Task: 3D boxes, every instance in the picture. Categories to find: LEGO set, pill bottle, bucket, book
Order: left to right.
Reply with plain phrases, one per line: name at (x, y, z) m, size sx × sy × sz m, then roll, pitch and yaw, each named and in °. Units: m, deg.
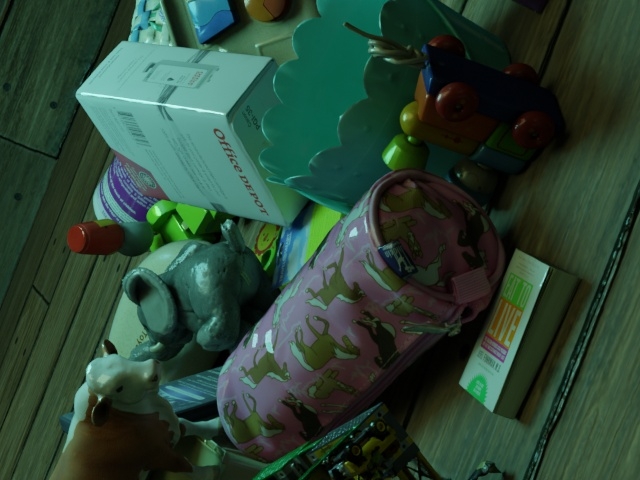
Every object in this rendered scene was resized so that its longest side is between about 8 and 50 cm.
pill bottle at (-0.243, -0.128, 2.259) m, size 0.301 × 0.169 × 0.169 m, roll -51°, pitch 29°, yaw 41°
LEGO set at (0.003, 0.305, 1.255) m, size 0.331 × 0.192 × 0.255 m, roll -39°, pitch 0°, yaw 42°
bucket at (0.073, -0.157, 1.554) m, size 0.281 × 0.183 × 0.281 m, roll -49°, pitch 30°, yaw 41°
book at (0.183, 0.086, 1.296) m, size 0.144 × 0.035 × 0.096 m, roll -68°, pitch 18°, yaw 5°

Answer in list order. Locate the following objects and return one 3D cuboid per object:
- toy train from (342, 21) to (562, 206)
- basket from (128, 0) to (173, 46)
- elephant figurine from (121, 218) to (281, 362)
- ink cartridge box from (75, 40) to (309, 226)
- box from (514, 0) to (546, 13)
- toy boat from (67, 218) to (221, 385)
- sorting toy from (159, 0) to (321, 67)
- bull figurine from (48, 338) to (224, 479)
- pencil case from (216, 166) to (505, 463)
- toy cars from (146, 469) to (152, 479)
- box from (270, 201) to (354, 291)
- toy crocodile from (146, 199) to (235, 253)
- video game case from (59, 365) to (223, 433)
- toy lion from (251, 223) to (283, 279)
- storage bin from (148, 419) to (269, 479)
toy train at (0.103, -0.125, 1.380) m, size 0.105 × 0.248 × 0.143 m, roll -97°, pitch 31°, yaw -49°
basket at (-0.140, -0.308, 2.084) m, size 0.201 × 0.289 × 0.255 m, roll 89°, pitch -179°, yaw -48°
elephant figurine at (-0.187, 0.082, 1.855) m, size 0.239 × 0.169 × 0.186 m, roll 3°, pitch 72°, yaw 33°
ink cartridge box at (-0.153, -0.143, 1.825) m, size 0.283 × 0.207 × 0.117 m, roll 12°, pitch 55°, yaw 38°
box at (0.130, -0.357, 1.575) m, size 0.057 × 0.201 × 0.293 m, roll -63°, pitch 24°, yaw 15°
toy boat at (-0.242, 0.073, 2.060) m, size 0.318 × 0.148 × 0.267 m, roll 47°, pitch 119°, yaw 27°
sorting toy at (-0.082, -0.236, 1.933) m, size 0.041 × 0.229 × 0.307 m, roll -36°, pitch -70°, yaw -74°
bull figurine at (-0.218, 0.250, 1.529) m, size 0.310 × 0.188 × 0.101 m, roll -59°, pitch 25°, yaw 23°
pencil case at (0.030, 0.094, 1.452) m, size 0.386 × 0.160 × 0.167 m, roll -49°, pitch 12°, yaw 43°
toy cars at (-0.260, 0.290, 1.854) m, size 0.394 × 0.087 × 0.176 m, roll -60°, pitch -10°, yaw -78°
box at (0.000, 0.000, 1.764) m, size 0.178 × 0.042 × 0.109 m, roll -34°, pitch 40°, yaw 56°
toy crocodile at (-0.174, -0.055, 2.144) m, size 0.115 × 0.105 × 0.340 m, roll 57°, pitch 130°, yaw 23°
video game case at (-0.172, 0.201, 1.722) m, size 0.196 × 0.274 × 0.026 m, roll 1°, pitch 106°, yaw 66°
toy lion at (-0.074, 0.011, 1.947) m, size 0.096 × 0.034 × 0.100 m, roll -53°, pitch 26°, yaw 16°
storage bin at (-0.143, 0.365, 1.670) m, size 0.260 × 0.123 × 0.262 m, roll 15°, pitch 84°, yaw 68°
